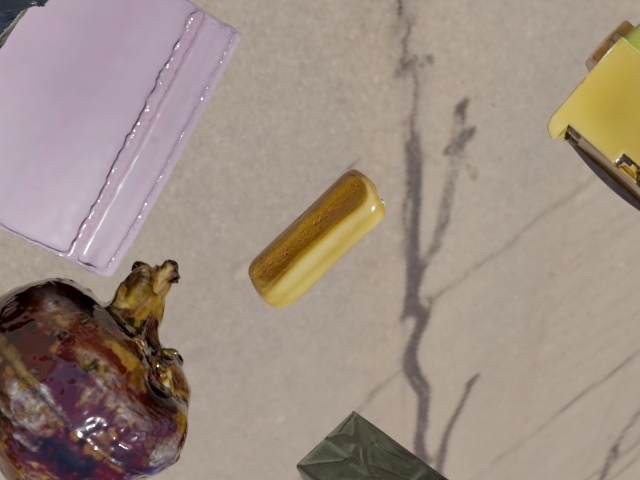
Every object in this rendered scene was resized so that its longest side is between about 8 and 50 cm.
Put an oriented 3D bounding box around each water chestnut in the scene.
[{"bbox_3d":[-0.290,0.168,1.402,0.347,0.335,0.335,-43,154,-11],"label":"water chestnut"}]

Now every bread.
[{"bbox_3d":[0.000,0.000,1.607,0.239,0.092,0.074,-43,145,16],"label":"bread"}]

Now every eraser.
[{"bbox_3d":[-0.302,-0.168,1.372,0.272,0.122,0.359,29,89,-22],"label":"eraser"}]

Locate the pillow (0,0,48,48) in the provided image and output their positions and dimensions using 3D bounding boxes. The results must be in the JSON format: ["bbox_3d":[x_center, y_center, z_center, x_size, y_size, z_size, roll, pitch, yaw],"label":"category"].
[{"bbox_3d":[-0.187,-0.101,0.506,0.090,0.048,0.150,28,138,-20],"label":"pillow"}]

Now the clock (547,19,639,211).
[{"bbox_3d":[0.405,-0.129,1.296,0.200,0.244,0.317,-45,173,11],"label":"clock"}]

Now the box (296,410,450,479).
[{"bbox_3d":[0.096,0.430,1.825,0.155,0.231,0.149,-38,137,-22],"label":"box"}]
